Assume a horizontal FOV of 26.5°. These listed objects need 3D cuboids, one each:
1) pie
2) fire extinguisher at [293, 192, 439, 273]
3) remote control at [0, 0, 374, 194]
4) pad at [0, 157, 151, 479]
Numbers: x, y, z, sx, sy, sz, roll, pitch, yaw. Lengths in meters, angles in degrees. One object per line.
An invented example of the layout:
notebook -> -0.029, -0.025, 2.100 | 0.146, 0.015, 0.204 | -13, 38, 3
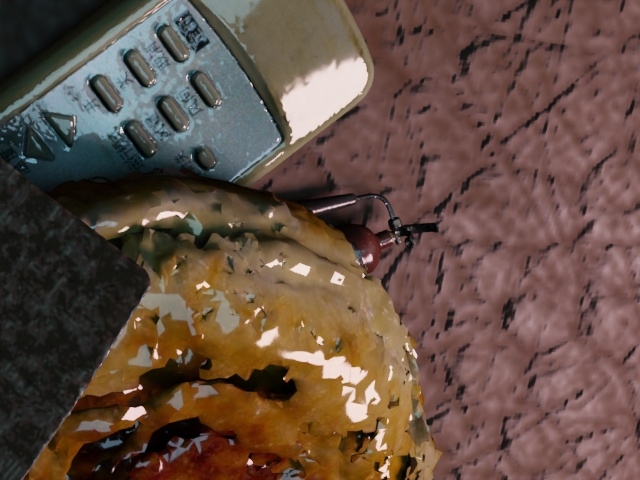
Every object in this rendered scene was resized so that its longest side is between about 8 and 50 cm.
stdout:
pie -> -0.068, 0.105, 0.562 | 0.308, 0.085, 0.308 | -11, 118, -21
fire extinguisher -> -0.002, 0.000, 0.613 | 0.100, 0.032, 0.046 | -22, 78, -13
remote control -> -0.088, -0.037, 0.562 | 0.233, 0.038, 0.098 | -38, 114, -5
pad -> -0.190, 0.009, 0.479 | 0.235, 0.003, 0.158 | 36, 92, 12
